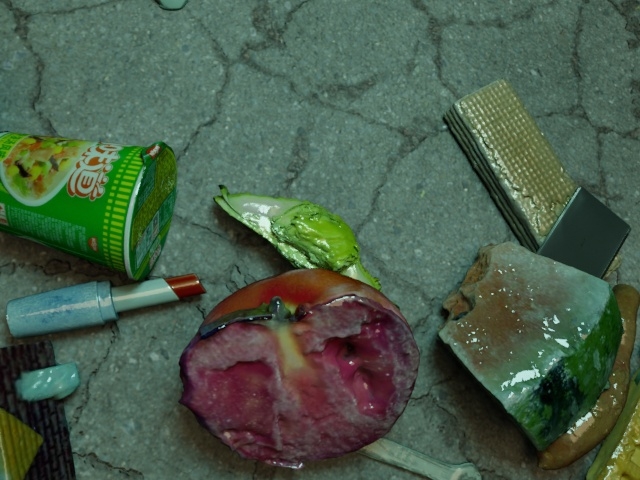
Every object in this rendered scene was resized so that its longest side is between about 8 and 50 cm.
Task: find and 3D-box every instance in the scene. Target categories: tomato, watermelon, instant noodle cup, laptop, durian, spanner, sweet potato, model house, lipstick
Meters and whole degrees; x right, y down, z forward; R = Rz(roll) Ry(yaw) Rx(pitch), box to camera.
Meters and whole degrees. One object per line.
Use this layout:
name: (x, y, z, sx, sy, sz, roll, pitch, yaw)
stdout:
tomato: (-0.036, 0.175, 0.779, 0.335, 0.176, 0.289, -14, 115, -5)
watermelon: (0.326, 0.151, 0.831, 0.302, 0.151, 0.264, 39, 74, 21)
instant noodle cup: (-0.351, -0.067, 0.760, 0.233, 0.207, 0.207, 13, 75, -1)
laptop: (0.466, 0.008, 0.932, 0.129, 0.016, 0.180, 39, 75, -2)
durian: (-0.004, 0.005, 0.860, 0.375, 0.132, 0.106, 33, 100, -6)
spanner: (0.125, 0.352, 0.856, 0.302, 0.017, 0.071, 25, 74, -6)
sweet potato: (0.489, 0.241, 0.919, 0.109, 0.109, 0.385, 42, 70, -1)
model house: (-0.419, 0.282, 0.665, 0.249, 0.230, 0.280, -8, 81, -39)
lipstick: (-0.313, 0.090, 0.792, 0.274, 0.061, 0.068, -11, 78, -14)

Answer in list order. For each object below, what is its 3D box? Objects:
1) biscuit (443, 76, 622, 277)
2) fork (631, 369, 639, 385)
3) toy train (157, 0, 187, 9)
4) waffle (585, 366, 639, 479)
biscuit: (0.397, -0.097, 0.987, 0.144, 0.078, 0.426, -30, 85, -16)
fork: (0.580, 0.215, 0.942, 0.235, 0.021, 0.039, -12, 73, -47)
toy train: (-0.295, -0.620, 0.943, 0.087, 0.088, 0.406, -9, 81, -15)
waffle: (0.596, 0.375, 0.937, 0.168, 0.057, 0.274, 38, 72, -2)
